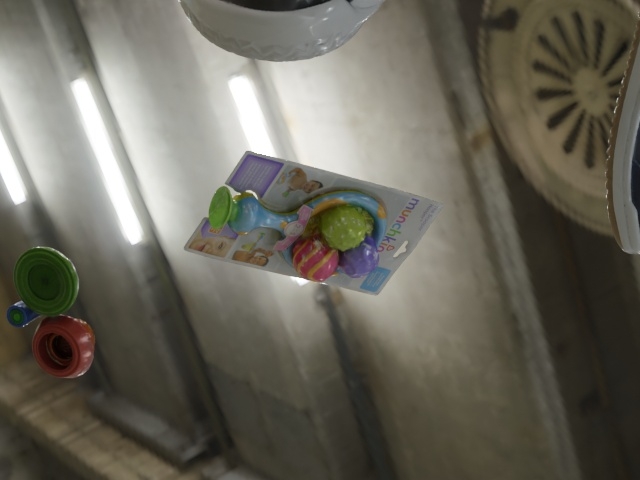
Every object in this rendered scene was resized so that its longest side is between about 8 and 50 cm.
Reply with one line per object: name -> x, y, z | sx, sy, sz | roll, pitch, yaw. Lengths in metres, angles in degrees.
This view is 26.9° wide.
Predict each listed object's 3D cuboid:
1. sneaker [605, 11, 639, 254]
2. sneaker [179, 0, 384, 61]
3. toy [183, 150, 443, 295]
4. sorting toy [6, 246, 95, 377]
sneaker -> 0.328, -0.119, 1.075 | 0.153, 0.099, 0.282 | 11, -92, 29
sneaker -> -0.006, -0.208, 0.539 | 0.101, 0.269, 0.153 | 8, -36, 6
toy -> 0.000, 0.000, 1.331 | 0.137, 0.237, 0.056 | -55, -146, 31
sorting toy -> -0.190, 0.049, 0.971 | 0.061, 0.042, 0.102 | 0, -74, 21
